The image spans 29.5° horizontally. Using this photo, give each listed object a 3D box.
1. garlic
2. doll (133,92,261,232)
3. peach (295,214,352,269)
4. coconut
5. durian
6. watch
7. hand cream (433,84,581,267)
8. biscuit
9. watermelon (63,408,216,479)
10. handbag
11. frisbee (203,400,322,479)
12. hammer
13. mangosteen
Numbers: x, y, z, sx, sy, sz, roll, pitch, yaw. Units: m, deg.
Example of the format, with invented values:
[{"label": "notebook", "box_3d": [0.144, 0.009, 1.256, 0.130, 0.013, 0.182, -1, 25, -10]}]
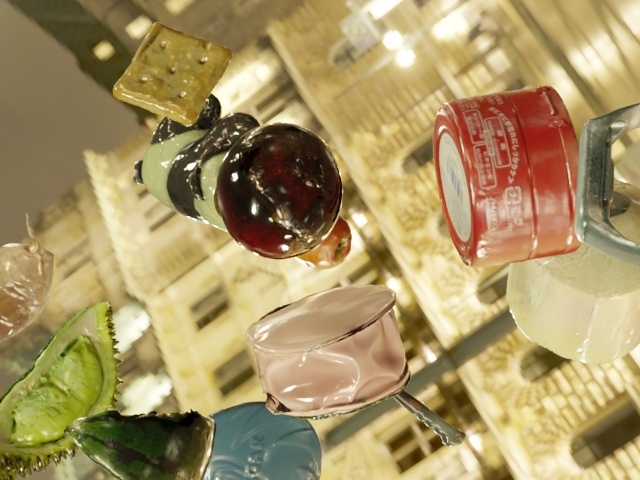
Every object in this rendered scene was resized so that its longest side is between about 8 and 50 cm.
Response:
[{"label": "garlic", "box_3d": [-0.417, 0.055, 1.602, 0.128, 0.198, 0.090, 42, -162, -46]}, {"label": "doll", "box_3d": [-0.126, -0.081, 1.479, 0.234, 0.135, 0.143, 28, 155, 46]}, {"label": "peach", "box_3d": [-0.001, -0.001, 1.876, 0.100, 0.101, 0.100, 51, -168, -15]}, {"label": "coconut", "box_3d": [0.386, 0.027, 1.725, 0.244, 0.239, 0.239, 96, 157, -43]}, {"label": "durian", "box_3d": [-0.436, 0.255, 1.903, 0.158, 0.352, 0.169, 5, 136, 49]}, {"label": "watch", "box_3d": [0.378, -0.064, 1.324, 0.068, 0.193, 0.206, 69, -152, -62]}, {"label": "hand cream", "box_3d": [0.236, -0.080, 1.545, 0.230, 0.149, 0.230, 172, 90, -84]}, {"label": "biscuit", "box_3d": [-0.128, -0.146, 1.057, 0.081, 0.083, 0.018, 23, 160, 12]}, {"label": "watermelon", "box_3d": [-0.206, 0.259, 1.514, 0.129, 0.123, 0.301, 14, 172, 20]}, {"label": "handbag", "box_3d": [0.013, 0.136, 1.478, 0.179, 0.205, 0.116, 6, 115, 49]}, {"label": "frisbee", "box_3d": [-0.119, 0.378, 1.852, 0.289, 0.289, 0.049, 46, 178, -37]}, {"label": "hammer", "box_3d": [0.134, 0.265, 2.099, 0.288, 0.111, 0.033, 40, 153, -9]}, {"label": "mangosteen", "box_3d": [-0.046, -0.042, 1.136, 0.140, 0.140, 0.140, 51, -168, -15]}]
